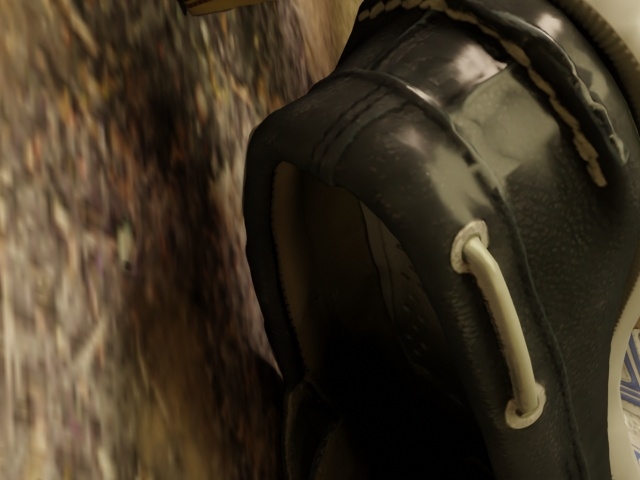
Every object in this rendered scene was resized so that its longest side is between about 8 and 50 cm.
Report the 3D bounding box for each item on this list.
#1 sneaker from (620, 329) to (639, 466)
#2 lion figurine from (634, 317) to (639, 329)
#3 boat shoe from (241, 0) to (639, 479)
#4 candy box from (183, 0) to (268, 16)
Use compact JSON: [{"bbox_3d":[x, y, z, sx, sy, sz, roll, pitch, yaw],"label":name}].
[{"bbox_3d":[0.095,0.068,0.601,0.131,0.112,0.296,-24,79,-42],"label":"sneaker"},{"bbox_3d":[0.083,-0.167,0.592,0.240,0.142,0.392,-67,-147,33],"label":"lion figurine"},{"bbox_3d":[0.030,0.052,0.440,0.091,0.114,0.302,-42,143,-28],"label":"boat shoe"},{"bbox_3d":[-0.008,-0.133,0.355,0.186,0.109,0.053,64,23,-53],"label":"candy box"}]
